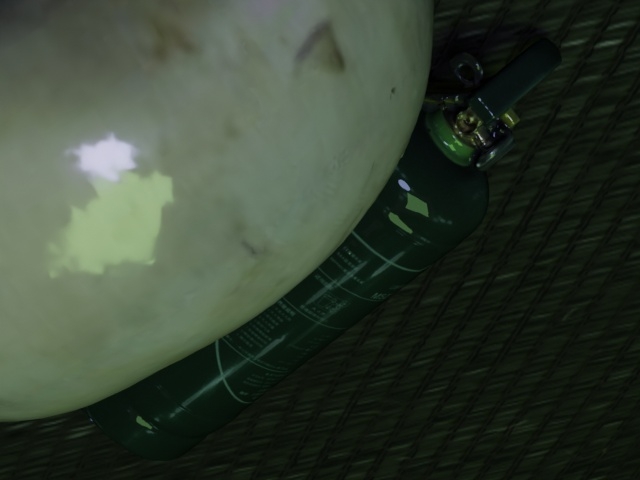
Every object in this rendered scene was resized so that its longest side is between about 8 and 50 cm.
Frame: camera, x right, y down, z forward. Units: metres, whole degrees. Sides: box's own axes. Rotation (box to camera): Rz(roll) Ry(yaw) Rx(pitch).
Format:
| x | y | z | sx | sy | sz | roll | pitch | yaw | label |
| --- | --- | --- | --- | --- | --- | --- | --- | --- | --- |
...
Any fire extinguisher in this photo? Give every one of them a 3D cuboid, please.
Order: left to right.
| x | y | z | sx | sy | sz | roll | pitch | yaw | label |
| --- | --- | --- | --- | --- | --- | --- | --- | --- | --- |
| 0.000 | 0.000 | 1.065 | 0.311 | 0.095 | 0.114 | -39 | 178 | 29 | fire extinguisher |

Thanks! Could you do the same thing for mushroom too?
| x | y | z | sx | sy | sz | roll | pitch | yaw | label |
| --- | --- | --- | --- | --- | --- | --- | --- | --- | --- |
| -0.135 | -0.102 | 0.793 | 0.314 | 0.314 | 0.336 | -32 | 116 | 20 | mushroom |
